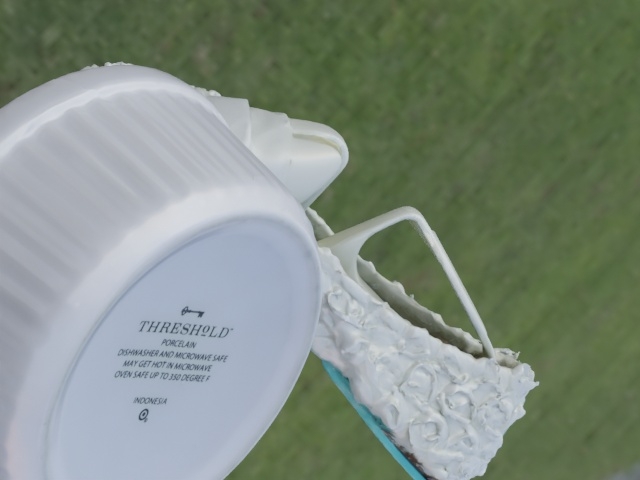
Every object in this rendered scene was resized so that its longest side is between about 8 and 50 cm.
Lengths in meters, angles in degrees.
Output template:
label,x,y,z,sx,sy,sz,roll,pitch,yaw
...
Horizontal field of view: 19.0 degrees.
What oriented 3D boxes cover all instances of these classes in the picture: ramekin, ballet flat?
label,x,y,z,sx,sy,sz,roll,pitch,yaw
ramekin,-0.116,0.047,1.087,0.273,0.127,0.273,-33,142,-31
ballet flat,0.000,0.000,1.355,0.147,0.409,0.147,-41,-167,11
